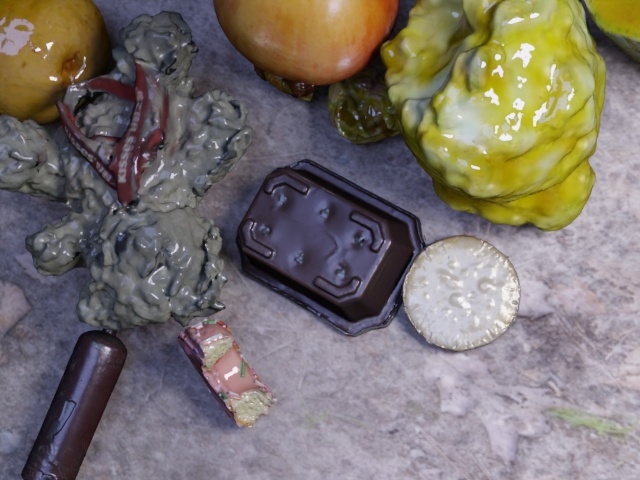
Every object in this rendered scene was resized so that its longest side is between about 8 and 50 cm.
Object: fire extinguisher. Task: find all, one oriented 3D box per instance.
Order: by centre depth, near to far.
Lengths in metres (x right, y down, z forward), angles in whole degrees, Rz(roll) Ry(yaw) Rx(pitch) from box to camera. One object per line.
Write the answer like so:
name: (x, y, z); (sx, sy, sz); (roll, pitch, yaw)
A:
fire extinguisher: (-0.324, 0.203, 1.804); (0.072, 0.089, 0.268); (18, 84, 45)

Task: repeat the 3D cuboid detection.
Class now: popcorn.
popcorn: (0.225, -0.192, 1.582); (0.293, 0.292, 0.334); (-5, 73, 61)
popcorn: (0.064, -0.166, 1.746); (0.097, 0.109, 0.089); (-65, 33, 34)

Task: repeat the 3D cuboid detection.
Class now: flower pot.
flower pot: (0.000, 0.000, 1.738); (0.251, 0.084, 0.179); (29, 88, 23)

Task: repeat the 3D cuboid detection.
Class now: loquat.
loquat: (-0.398, -0.264, 1.880); (0.208, 0.208, 0.208); (-4, 77, 19)

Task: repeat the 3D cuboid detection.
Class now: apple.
apple: (-0.012, -0.316, 1.618); (0.242, 0.241, 0.242); (1, 79, -6)

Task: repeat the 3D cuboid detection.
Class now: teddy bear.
teddy bear: (-0.237, -0.060, 1.748); (0.357, 0.224, 0.367); (-31, 62, 5)

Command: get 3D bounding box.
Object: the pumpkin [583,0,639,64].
pumpkin: (0.457, -0.334, 1.535); (0.332, 0.199, 0.332); (-12, 71, 38)

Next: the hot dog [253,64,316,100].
hot dog: (-0.058, -0.281, 1.799); (0.213, 0.103, 0.146); (61, 138, 25)

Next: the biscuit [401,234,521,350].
biscuit: (0.175, 0.065, 1.683); (0.152, 0.020, 0.152); (-1, 83, 8)

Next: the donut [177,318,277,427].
donut: (-0.126, 0.157, 1.724); (0.065, 0.166, 0.117); (-35, 41, -12)
